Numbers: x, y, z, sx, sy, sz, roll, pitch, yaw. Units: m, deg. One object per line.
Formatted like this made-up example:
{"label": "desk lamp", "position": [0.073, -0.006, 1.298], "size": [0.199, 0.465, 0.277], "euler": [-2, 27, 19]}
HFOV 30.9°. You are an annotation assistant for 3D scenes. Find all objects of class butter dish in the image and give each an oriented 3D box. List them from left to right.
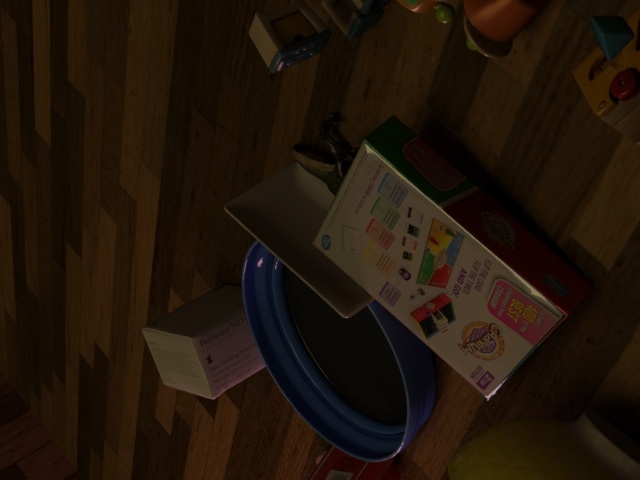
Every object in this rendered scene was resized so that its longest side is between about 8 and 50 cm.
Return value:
{"label": "butter dish", "position": [0.067, 0.405, 1.890], "size": [0.160, 0.160, 0.118], "euler": [5, 142, 54]}

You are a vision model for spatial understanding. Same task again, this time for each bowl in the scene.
{"label": "bowl", "position": [0.026, 0.152, 1.784], "size": [0.391, 0.077, 0.391], "euler": [36, 142, 36]}
{"label": "bowl", "position": [0.312, 0.297, 1.372], "size": [0.289, 0.289, 0.156], "euler": [42, 101, 29]}

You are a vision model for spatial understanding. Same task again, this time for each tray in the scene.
{"label": "tray", "position": [0.000, 0.000, 1.635], "size": [0.270, 0.145, 0.030], "euler": [41, 150, 30]}

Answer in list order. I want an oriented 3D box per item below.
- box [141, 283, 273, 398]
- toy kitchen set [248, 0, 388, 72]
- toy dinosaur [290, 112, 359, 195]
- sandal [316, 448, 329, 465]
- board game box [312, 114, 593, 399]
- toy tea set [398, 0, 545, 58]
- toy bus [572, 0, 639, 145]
{"label": "box", "position": [-0.177, 0.169, 1.994], "size": [0.182, 0.181, 0.119], "euler": [4, 118, 55]}
{"label": "toy kitchen set", "position": [0.033, -0.281, 1.336], "size": [0.122, 0.166, 0.207], "euler": [53, 149, 14]}
{"label": "toy dinosaur", "position": [0.027, -0.101, 1.599], "size": [0.268, 0.064, 0.118], "euler": [40, 150, 37]}
{"label": "sandal", "position": [0.048, 0.416, 1.989], "size": [0.180, 0.049, 0.072], "euler": [29, 136, 42]}
{"label": "board game box", "position": [0.153, 0.028, 1.453], "size": [0.316, 0.064, 0.242], "euler": [42, 146, 10]}
{"label": "toy tea set", "position": [0.081, -0.320, 1.211], "size": [0.336, 0.200, 0.124], "euler": [55, 141, 0]}
{"label": "toy bus", "position": [0.326, -0.180, 1.041], "size": [0.191, 0.202, 0.104], "euler": [85, 173, -45]}
